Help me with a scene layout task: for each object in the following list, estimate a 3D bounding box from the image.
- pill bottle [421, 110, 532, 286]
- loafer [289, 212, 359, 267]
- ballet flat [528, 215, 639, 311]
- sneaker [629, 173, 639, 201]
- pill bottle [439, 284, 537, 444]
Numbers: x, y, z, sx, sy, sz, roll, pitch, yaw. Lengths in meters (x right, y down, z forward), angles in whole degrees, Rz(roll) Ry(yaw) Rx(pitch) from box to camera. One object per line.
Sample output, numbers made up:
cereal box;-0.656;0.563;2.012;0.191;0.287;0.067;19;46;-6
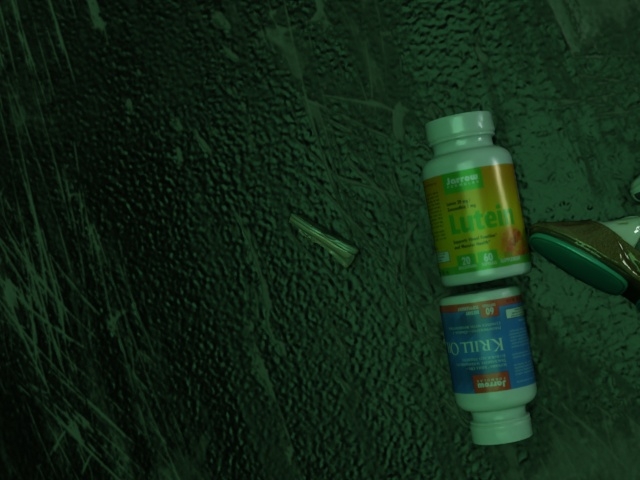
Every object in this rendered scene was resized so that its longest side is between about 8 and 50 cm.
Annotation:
pill bottle;0.226;-0.062;1.436;0.136;0.136;0.246;-11;87;14
loafer;0.000;0.000;1.543;0.125;0.045;0.039;29;104;10
ballet flat;0.471;0.043;1.399;0.342;0.116;0.124;34;78;11
sneaker;0.513;-0.173;1.388;0.235;0.094;0.153;-38;80;11
pill bottle;0.253;0.184;1.437;0.124;0.124;0.222;-11;87;14
